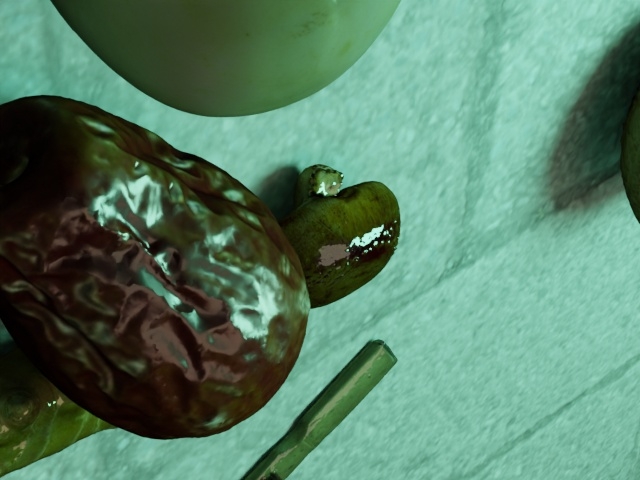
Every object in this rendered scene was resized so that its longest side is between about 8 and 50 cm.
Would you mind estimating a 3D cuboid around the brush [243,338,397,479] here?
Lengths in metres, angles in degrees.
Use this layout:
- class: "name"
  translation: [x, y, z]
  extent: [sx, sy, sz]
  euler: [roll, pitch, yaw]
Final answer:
- class: "brush"
  translation: [-0.020, 0.186, 1.599]
  extent: [0.248, 0.036, 0.043]
  euler: [-46, 153, -4]

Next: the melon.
- class: "melon"
  translation: [-0.054, -0.205, 0.954]
  extent: [0.223, 0.223, 0.317]
  euler: [-36, 142, -20]

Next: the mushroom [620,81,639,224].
- class: "mushroom"
  translation: [0.359, -0.106, 1.637]
  extent: [0.253, 0.153, 0.253]
  euler: [-33, 148, -24]

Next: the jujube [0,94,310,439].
- class: "jujube"
  translation: [-0.118, 0.012, 1.153]
  extent: [0.190, 0.190, 0.255]
  euler: [-45, 138, -6]

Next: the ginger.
- class: "ginger"
  translation: [-0.189, 0.106, 1.257]
  extent: [0.205, 0.081, 0.115]
  euler: [-30, 147, -24]

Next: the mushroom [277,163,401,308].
- class: "mushroom"
  translation: [0.000, 0.000, 1.394]
  extent: [0.127, 0.087, 0.127]
  euler: [-28, 165, -8]
